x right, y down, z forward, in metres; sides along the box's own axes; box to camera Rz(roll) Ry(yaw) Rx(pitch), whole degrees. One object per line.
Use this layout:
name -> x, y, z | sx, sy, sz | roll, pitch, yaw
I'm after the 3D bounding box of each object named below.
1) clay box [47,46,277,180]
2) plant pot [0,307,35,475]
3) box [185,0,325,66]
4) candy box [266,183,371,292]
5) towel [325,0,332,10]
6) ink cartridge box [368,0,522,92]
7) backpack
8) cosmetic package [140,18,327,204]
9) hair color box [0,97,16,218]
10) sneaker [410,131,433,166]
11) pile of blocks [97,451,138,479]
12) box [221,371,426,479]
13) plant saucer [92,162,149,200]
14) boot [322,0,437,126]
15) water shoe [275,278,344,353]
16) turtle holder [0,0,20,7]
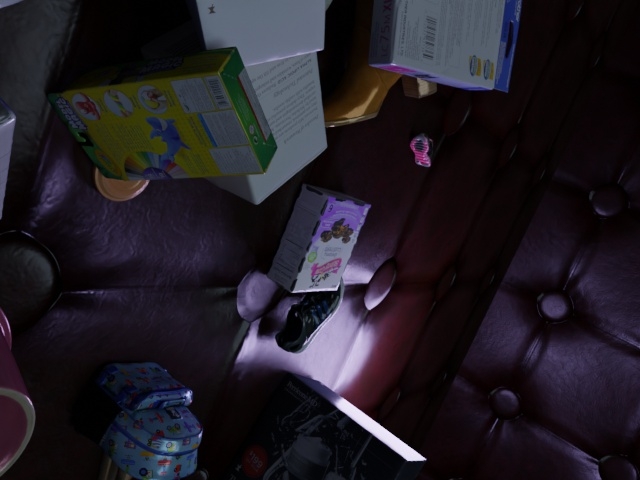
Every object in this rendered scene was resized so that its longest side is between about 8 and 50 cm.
clay box -> -0.172, -0.129, 0.594 | 0.127, 0.222, 0.053 | 69, 31, -43
plant pot -> -0.381, 0.148, 0.526 | 0.201, 0.180, 0.201 | -36, 141, -37
box -> -0.081, -0.279, 0.582 | 0.130, 0.170, 0.091 | -15, 150, -10
candy box -> 0.000, 0.000, 1.071 | 0.165, 0.070, 0.196 | 4, 111, -57
towel -> -0.010, -0.454, 0.708 | 0.324, 0.056, 0.312 | -58, 149, -7
ink cartridge box -> 0.215, -0.356, 0.901 | 0.311, 0.065, 0.186 | -1, 100, -36
backpack -> -0.254, 0.275, 0.820 | 0.158, 0.173, 0.117 | 24, 94, -58
cosmetic package -> -0.101, -0.178, 0.702 | 0.151, 0.151, 0.184 | -43, 146, -28
hair color box -> -0.315, -0.026, 0.347 | 0.185, 0.339, 0.110 | -43, 107, -28
sneaker -> 0.244, -0.225, 1.281 | 0.057, 0.047, 0.119 | -60, 157, -14
pile of blocks -> -0.355, 0.499, 0.912 | 0.362, 0.112, 0.149 | -58, 149, -5
box -> 0.001, 0.527, 1.236 | 0.313, 0.343, 0.179 | -58, 148, -6
plant saucer -> -0.248, -0.088, 0.693 | 0.083, 0.013, 0.083 | -35, 140, -36
boot -> 0.073, -0.321, 0.915 | 0.295, 0.104, 0.211 | -24, 117, -21
water shoe -> -0.020, 0.150, 1.162 | 0.203, 0.073, 0.080 | -61, 147, -2
turtle holder -> -0.259, -0.236, 0.284 | 0.243, 0.320, 0.227 | -5, 126, -10
